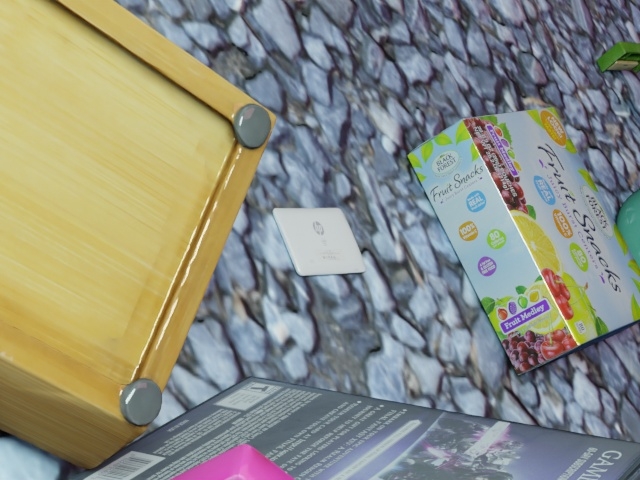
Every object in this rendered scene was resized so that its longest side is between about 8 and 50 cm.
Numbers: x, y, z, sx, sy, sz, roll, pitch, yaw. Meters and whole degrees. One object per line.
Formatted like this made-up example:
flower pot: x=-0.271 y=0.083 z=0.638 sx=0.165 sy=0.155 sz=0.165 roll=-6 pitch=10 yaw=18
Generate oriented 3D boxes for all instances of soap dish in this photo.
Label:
soap dish: x=-0.168 y=-0.039 z=0.838 sx=0.291 sy=0.118 sz=0.229 roll=34 pitch=71 yaw=-36

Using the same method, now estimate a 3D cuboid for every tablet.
tablet: x=0.000 y=0.000 z=1.213 sx=0.083 sy=0.006 sz=0.054 roll=-1 pitch=64 yaw=-54

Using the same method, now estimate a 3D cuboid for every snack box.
snack box: x=0.183 y=-0.005 z=1.404 sx=0.174 sy=0.070 sz=0.207 roll=-11 pitch=74 yaw=-56

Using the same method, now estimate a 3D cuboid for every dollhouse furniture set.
dollhouse furniture set: x=0.355 y=-0.139 z=1.754 sx=0.058 sy=0.076 sz=0.152 roll=-5 pitch=65 yaw=-41

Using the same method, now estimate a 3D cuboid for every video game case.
video game case: x=0.027 y=0.133 z=0.920 sx=0.196 sy=0.274 sz=0.026 roll=-25 pitch=119 yaw=-58

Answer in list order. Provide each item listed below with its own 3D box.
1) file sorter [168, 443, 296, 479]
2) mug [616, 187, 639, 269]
file sorter: x=-0.018 y=0.275 z=0.782 sx=0.290 sy=0.202 sz=0.182 roll=41 pitch=39 yaw=-26
mug: x=0.349 y=-0.003 z=1.599 sx=0.129 sy=0.097 sz=0.158 roll=54 pitch=32 yaw=-6
